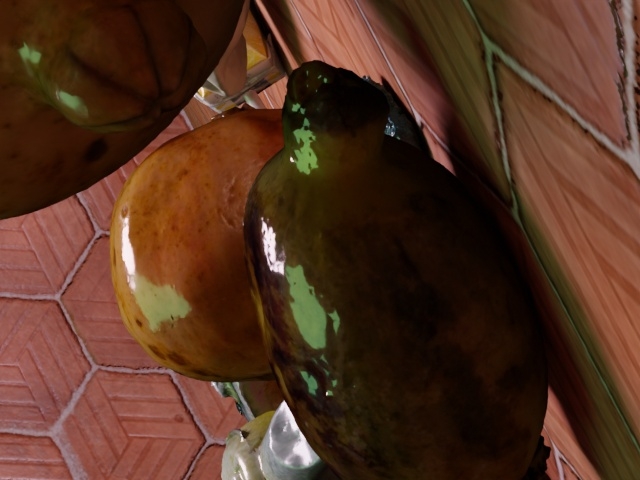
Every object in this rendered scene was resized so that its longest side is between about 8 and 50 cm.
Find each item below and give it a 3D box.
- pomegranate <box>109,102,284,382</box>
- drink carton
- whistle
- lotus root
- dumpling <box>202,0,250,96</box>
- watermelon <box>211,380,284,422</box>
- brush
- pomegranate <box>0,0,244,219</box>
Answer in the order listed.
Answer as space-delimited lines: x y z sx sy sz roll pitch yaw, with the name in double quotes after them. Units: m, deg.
-0.045 -0.003 1.283 0.215 0.215 0.215 62 175 9 "pomegranate"
-0.084 -0.163 1.492 0.200 0.084 0.074 60 -175 16 "drink carton"
-0.005 0.164 1.343 0.123 0.123 0.223 60 152 25 "whistle"
0.036 0.039 0.973 0.314 0.141 0.169 66 170 -28 "lotus root"
-0.108 -0.211 1.343 0.229 0.124 0.151 56 -140 -51 "dumpling"
-0.024 0.111 1.571 0.322 0.175 0.188 63 155 7 "watermelon"
0.061 -0.023 1.114 0.070 0.021 0.196 58 176 39 "brush"
-0.187 -0.178 0.907 0.410 0.410 0.410 62 175 9 "pomegranate"
